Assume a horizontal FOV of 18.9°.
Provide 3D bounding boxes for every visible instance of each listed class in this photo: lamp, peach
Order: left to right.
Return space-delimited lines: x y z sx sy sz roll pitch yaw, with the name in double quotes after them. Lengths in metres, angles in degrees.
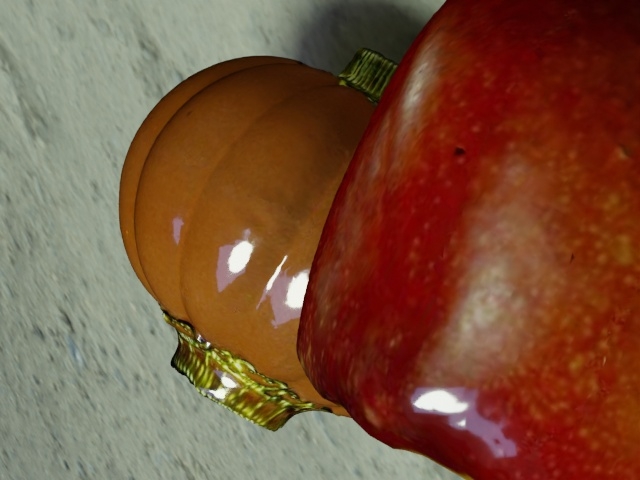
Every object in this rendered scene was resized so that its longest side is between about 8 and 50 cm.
0.000 0.000 1.000 0.223 0.196 0.223 32 179 0 "lamp"
0.109 0.005 0.765 0.248 0.274 0.245 -2 102 25 "peach"
